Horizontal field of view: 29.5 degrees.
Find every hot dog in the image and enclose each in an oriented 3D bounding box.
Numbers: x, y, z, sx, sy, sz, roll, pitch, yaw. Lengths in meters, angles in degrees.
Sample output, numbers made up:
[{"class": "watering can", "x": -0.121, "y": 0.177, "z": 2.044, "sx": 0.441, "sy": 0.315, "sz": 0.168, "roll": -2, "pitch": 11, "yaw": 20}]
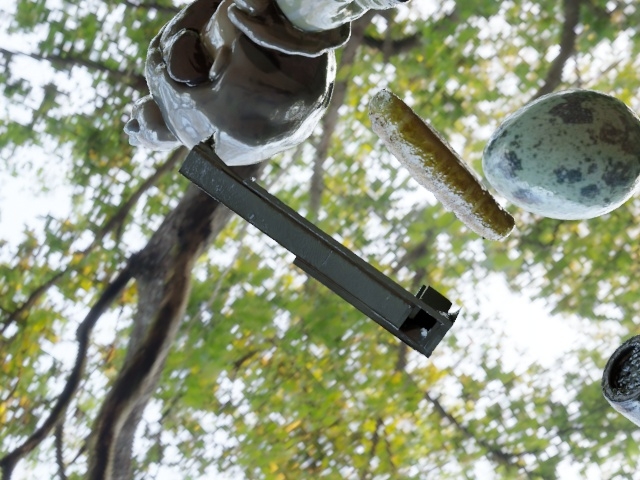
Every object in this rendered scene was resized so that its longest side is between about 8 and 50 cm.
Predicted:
[{"class": "hot dog", "x": 0.160, "y": -0.093, "z": 1.623, "sx": 0.289, "sy": 0.068, "sz": 0.083, "roll": 44, "pitch": -173, "yaw": -31}]

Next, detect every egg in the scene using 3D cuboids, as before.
[{"class": "egg", "x": 0.247, "y": -0.086, "z": 1.229, "sx": 0.172, "sy": 0.132, "sz": 0.132, "roll": -8, "pitch": -115, "yaw": -8}]

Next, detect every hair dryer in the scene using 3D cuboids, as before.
[{"class": "hair dryer", "x": 0.244, "y": 0.204, "z": 0.920, "sx": 0.128, "sy": 0.070, "sz": 0.255, "roll": 36, "pitch": -112, "yaw": -22}]

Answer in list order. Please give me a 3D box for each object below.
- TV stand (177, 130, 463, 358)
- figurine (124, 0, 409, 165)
[{"class": "TV stand", "x": 0.000, "y": 0.000, "z": 1.005, "sx": 0.256, "sy": 0.040, "sz": 0.049, "roll": 36, "pitch": -154, "yaw": 4}, {"class": "figurine", "x": -0.051, "y": -0.213, "z": 1.331, "sx": 0.203, "sy": 0.380, "sz": 0.248, "roll": 53, "pitch": -129, "yaw": -3}]
